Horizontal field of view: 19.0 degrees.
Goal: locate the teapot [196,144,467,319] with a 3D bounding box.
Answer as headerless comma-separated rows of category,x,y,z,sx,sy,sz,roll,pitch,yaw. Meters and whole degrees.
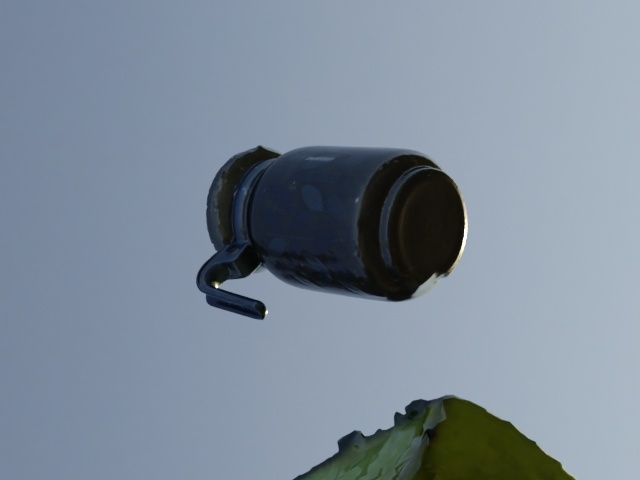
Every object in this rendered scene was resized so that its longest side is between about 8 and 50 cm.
teapot,0.003,0.001,0.621,0.049,0.083,0.063,25,-104,-44

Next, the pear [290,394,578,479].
pear,0.024,0.217,0.721,0.292,0.292,0.159,53,-140,-32
